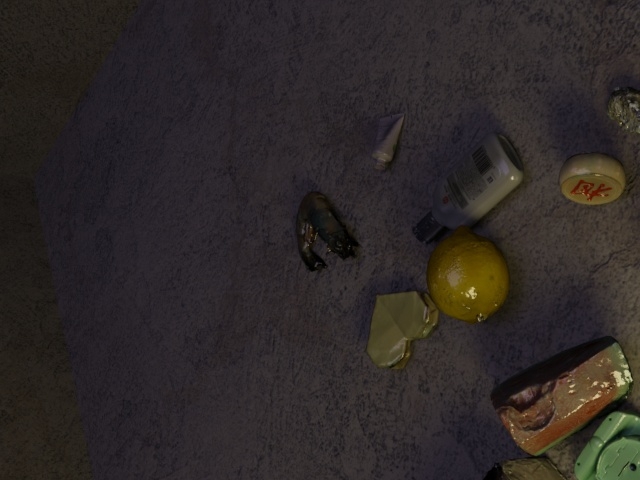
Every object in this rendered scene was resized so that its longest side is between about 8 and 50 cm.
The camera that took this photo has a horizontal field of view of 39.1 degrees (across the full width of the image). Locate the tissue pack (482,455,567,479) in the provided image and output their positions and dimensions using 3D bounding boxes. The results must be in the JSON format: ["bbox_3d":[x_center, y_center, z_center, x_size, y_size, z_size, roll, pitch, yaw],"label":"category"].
[{"bbox_3d":[0.334,0.593,1.676,0.370,0.198,0.210,-59,41,22],"label":"tissue pack"}]

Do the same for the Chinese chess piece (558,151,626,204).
[{"bbox_3d":[0.509,-0.115,1.691,0.122,0.122,0.051,-20,48,46],"label":"Chinese chess piece"}]

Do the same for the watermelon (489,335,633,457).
[{"bbox_3d":[0.435,0.295,1.627,0.318,0.226,0.148,-38,78,47],"label":"watermelon"}]

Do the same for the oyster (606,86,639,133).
[{"bbox_3d":[0.579,-0.245,1.703,0.100,0.037,0.098,8,87,50],"label":"oyster"}]

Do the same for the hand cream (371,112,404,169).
[{"bbox_3d":[0.160,-0.240,2.195,0.084,0.053,0.142,-5,63,48],"label":"hand cream"}]

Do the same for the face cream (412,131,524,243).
[{"bbox_3d":[0.312,-0.097,1.957,0.291,0.071,0.144,-47,48,31],"label":"face cream"}]

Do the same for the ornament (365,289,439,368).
[{"bbox_3d":[0.173,0.182,2.073,0.201,0.059,0.180,-54,45,23],"label":"ornament"}]

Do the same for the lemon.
[{"bbox_3d":[0.301,0.071,1.853,0.173,0.173,0.206,-15,72,47],"label":"lemon"}]

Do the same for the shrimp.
[{"bbox_3d":[-0.007,-0.001,2.315,0.289,0.075,0.178,53,129,40],"label":"shrimp"}]

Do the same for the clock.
[{"bbox_3d":[0.555,0.409,1.563,0.211,0.066,0.159,45,116,44],"label":"clock"}]
